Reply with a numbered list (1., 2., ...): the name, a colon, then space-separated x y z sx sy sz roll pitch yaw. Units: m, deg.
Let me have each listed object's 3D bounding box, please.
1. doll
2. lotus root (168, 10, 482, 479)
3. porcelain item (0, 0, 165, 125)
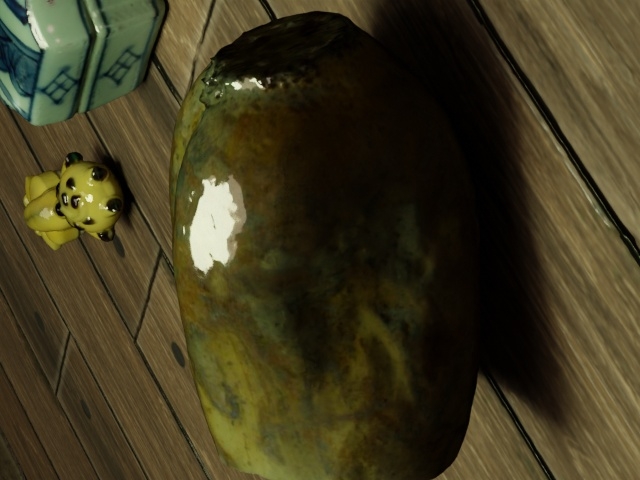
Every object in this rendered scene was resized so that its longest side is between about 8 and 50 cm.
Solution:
1. doll: -0.314 -0.045 2.069 0.291 0.086 0.117 -12 96 65
2. lotus root: 0.000 0.000 1.240 0.250 0.250 0.346 36 141 51
3. porcelain item: -0.296 -0.286 1.716 0.281 0.157 0.286 63 156 12
